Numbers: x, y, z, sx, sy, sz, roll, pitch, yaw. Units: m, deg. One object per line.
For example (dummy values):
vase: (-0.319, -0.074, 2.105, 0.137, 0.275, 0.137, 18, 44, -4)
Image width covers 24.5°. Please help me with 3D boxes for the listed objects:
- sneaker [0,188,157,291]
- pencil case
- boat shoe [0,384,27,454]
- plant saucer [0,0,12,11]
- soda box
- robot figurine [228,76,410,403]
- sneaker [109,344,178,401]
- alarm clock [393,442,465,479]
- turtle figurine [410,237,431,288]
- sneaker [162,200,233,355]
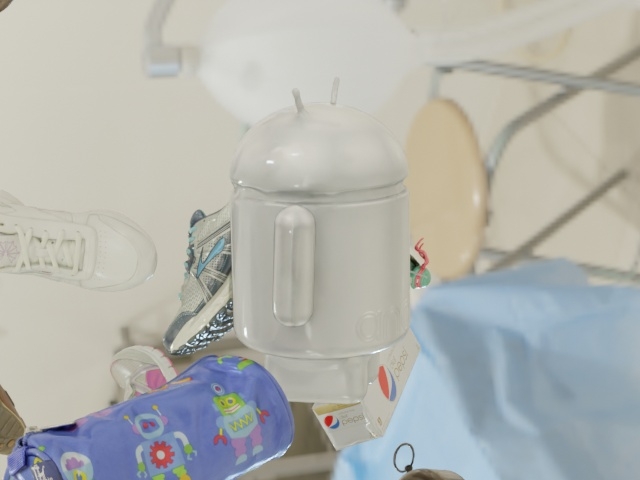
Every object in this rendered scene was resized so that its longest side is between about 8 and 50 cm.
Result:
sneaker: (-0.364, 0.016, 1.906, 0.152, 0.305, 0.114, -47, -34, -68)
pencil case: (-0.168, 0.204, 1.431, 0.119, 0.306, 0.133, -24, 88, 47)
boat shoe: (-0.449, 0.223, 1.990, 0.178, 0.064, 0.060, 49, 174, 24)
plant saucer: (-0.388, -0.375, 1.572, 0.278, 0.041, 0.278, 17, 113, 46)
soda box: (0.062, 0.176, 1.903, 0.069, 0.074, 0.216, 61, -153, -18)
robot figurine: (0.000, 0.000, 1.642, 0.300, 0.200, 0.353, -53, -37, -75)
sneaker: (-0.237, 0.240, 2.068, 0.252, 0.111, 0.103, 39, 146, 42)
alarm clock: (0.129, 0.338, 1.867, 0.129, 0.064, 0.192, -50, 43, 31)
turtle figurine: (0.102, 0.056, 2.518, 0.234, 0.118, 0.175, 18, 133, 31)
sneaker: (-0.132, 0.025, 1.968, 0.122, 0.110, 0.283, 38, 97, 15)
